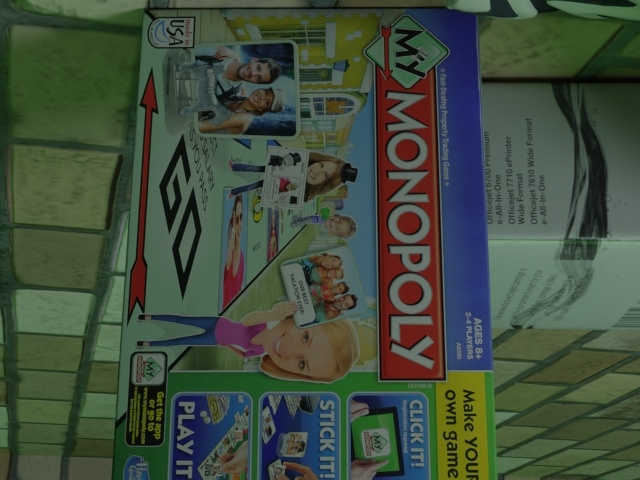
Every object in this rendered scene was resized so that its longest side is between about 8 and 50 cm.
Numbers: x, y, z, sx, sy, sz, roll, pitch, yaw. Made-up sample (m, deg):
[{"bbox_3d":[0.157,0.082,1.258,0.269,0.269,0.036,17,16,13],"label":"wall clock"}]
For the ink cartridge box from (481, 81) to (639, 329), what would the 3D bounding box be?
[{"bbox_3d":[0.197,-0.018,0.934,0.308,0.129,0.223,0,161,0],"label":"ink cartridge box"}]

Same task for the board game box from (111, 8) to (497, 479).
[{"bbox_3d":[-0.007,0.009,0.734,0.214,0.317,0.046,-1,160,2],"label":"board game box"}]

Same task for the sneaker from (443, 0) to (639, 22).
[{"bbox_3d":[0.162,-0.165,0.572,0.153,0.094,0.235,4,161,-13],"label":"sneaker"}]
